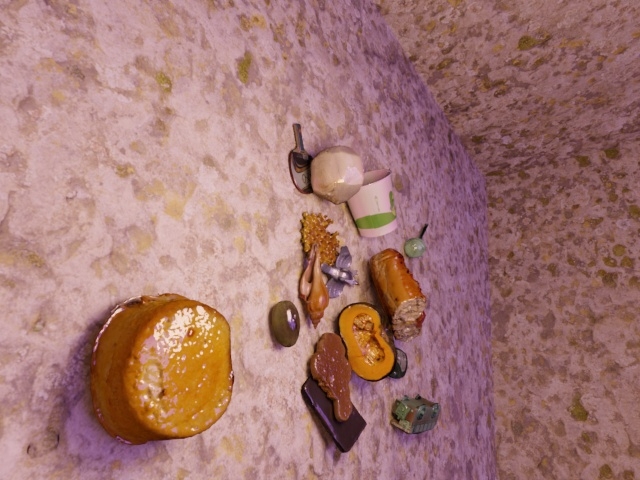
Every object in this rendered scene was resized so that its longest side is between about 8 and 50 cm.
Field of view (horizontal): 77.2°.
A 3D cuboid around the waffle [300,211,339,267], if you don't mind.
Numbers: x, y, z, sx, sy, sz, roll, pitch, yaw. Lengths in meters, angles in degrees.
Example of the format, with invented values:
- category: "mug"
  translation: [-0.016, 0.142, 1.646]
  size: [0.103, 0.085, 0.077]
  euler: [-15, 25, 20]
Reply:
- category: "waffle"
  translation: [0.000, 0.000, 1.659]
  size: [0.229, 0.051, 0.231]
  euler: [19, 66, -48]

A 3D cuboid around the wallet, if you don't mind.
- category: "wallet"
  translation: [0.050, 0.626, 1.507]
  size: [0.165, 0.042, 0.309]
  euler: [-38, 96, -45]

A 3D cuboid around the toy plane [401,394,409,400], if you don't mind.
- category: "toy plane"
  translation: [0.423, 0.799, 1.996]
  size: [0.077, 0.024, 0.084]
  euler: [-52, 122, -24]

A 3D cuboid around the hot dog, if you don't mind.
- category: "hot dog"
  translation: [0.349, 0.225, 1.842]
  size: [0.367, 0.196, 0.365]
  euler: [74, -4, -52]

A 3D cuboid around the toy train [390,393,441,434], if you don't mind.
- category: "toy train"
  translation: [0.469, 0.838, 1.939]
  size: [0.326, 0.129, 0.159]
  euler: [22, 86, -48]

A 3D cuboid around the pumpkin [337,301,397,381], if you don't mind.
- category: "pumpkin"
  translation: [0.184, 0.409, 1.685]
  size: [0.232, 0.242, 0.324]
  euler: [-5, 79, -82]

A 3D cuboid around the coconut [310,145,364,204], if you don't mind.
- category: "coconut"
  translation: [0.071, -0.264, 1.663]
  size: [0.227, 0.227, 0.230]
  euler: [3, 75, -52]

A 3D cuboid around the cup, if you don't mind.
- category: "cup"
  translation: [0.238, -0.171, 1.876]
  size: [0.253, 0.253, 0.273]
  euler: [-41, 120, -49]

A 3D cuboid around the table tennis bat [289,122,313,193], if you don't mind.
- category: "table tennis bat"
  translation: [-0.077, -0.341, 1.682]
  size: [0.173, 0.023, 0.300]
  euler: [-3, 84, -54]

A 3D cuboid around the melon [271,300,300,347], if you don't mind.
- category: "melon"
  translation: [-0.119, 0.288, 1.389]
  size: [0.099, 0.099, 0.162]
  euler: [2, 78, -52]

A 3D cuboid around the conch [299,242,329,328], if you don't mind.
- category: "conch"
  translation: [-0.020, 0.173, 1.546]
  size: [0.093, 0.110, 0.330]
  euler: [40, 48, -64]

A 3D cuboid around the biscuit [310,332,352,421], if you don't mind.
- category: "biscuit"
  translation: [0.048, 0.509, 1.509]
  size: [0.184, 0.047, 0.319]
  euler: [-6, 70, -43]

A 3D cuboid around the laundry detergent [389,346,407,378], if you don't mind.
- category: "laundry detergent"
  translation: [0.331, 0.571, 1.899]
  size: [0.222, 0.078, 0.144]
  euler: [33, 59, -43]

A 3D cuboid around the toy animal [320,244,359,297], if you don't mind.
- category: "toy animal"
  translation: [0.081, 0.150, 1.672]
  size: [0.256, 0.176, 0.239]
  euler: [30, 77, -26]

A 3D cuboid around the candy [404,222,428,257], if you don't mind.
- category: "candy"
  translation: [0.603, -0.017, 2.406]
  size: [0.440, 0.119, 0.119]
  euler: [-42, 113, -56]

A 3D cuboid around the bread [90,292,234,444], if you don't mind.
- category: "bread"
  translation: [-0.363, 0.302, 0.989]
  size: [0.337, 0.204, 0.357]
  euler: [6, 74, -56]
